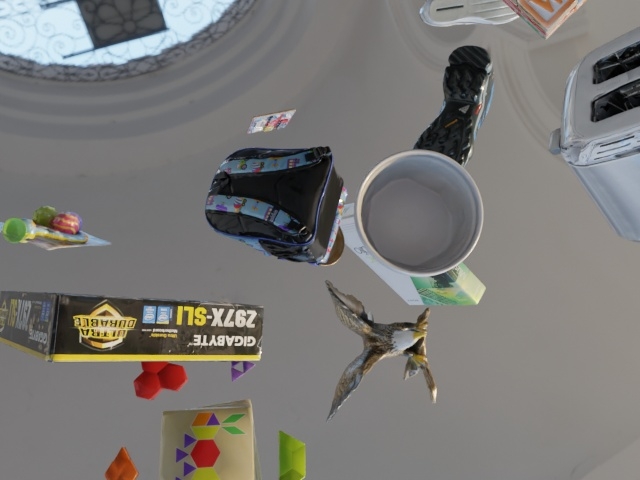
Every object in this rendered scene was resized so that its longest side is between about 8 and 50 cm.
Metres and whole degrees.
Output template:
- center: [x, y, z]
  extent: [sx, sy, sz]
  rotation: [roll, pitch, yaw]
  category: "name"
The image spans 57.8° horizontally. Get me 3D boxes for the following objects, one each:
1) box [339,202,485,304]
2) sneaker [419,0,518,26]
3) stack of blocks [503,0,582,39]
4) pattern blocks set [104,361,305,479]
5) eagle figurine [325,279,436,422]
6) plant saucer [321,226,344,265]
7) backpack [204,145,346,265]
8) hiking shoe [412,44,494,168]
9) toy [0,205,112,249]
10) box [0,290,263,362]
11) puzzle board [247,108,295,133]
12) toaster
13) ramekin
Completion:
- center: [0.187, 0.032, 1.311]
  extent: [0.232, 0.322, 0.058]
  rotation: [-11, -138, 58]
  category: "box"
- center: [0.364, -0.569, 1.400]
  extent: [0.258, 0.094, 0.091]
  rotation: [-5, -159, -8]
  category: "sneaker"
- center: [0.312, -0.353, 0.584]
  extent: [0.087, 0.297, 0.171]
  rotation: [45, -156, 4]
  category: "stack of blocks"
- center: [-0.164, 0.329, 0.853]
  extent: [0.285, 0.026, 0.324]
  rotation: [7, -114, -5]
  category: "pattern blocks set"
- center: [0.100, 0.199, 1.109]
  extent: [0.298, 0.225, 0.226]
  rotation: [2, -139, -37]
  category: "eagle figurine"
- center: [0.000, 0.000, 0.917]
  extent: [0.083, 0.083, 0.015]
  rotation: [-42, -169, -32]
  category: "plant saucer"
- center: [-0.066, -0.051, 0.817]
  extent: [0.173, 0.117, 0.158]
  rotation: [6, -111, 18]
  category: "backpack"
- center: [0.271, -0.214, 1.127]
  extent: [0.113, 0.304, 0.132]
  rotation: [27, -169, 28]
  category: "hiking shoe"
- center: [-0.495, -0.030, 1.076]
  extent: [0.137, 0.056, 0.237]
  rotation: [20, -174, 4]
  category: "toy"
- center: [-0.271, 0.113, 0.788]
  extent: [0.257, 0.079, 0.322]
  rotation: [11, 170, -38]
  category: "box"
- center: [-0.114, -0.269, 1.323]
  extent: [0.096, 0.011, 0.128]
  rotation: [-15, 178, -14]
  category: "puzzle board"
- center: [0.298, -0.092, 0.443]
  extent: [0.227, 0.146, 0.129]
  rotation: [-17, -132, 49]
  category: "toaster"
- center: [0.155, -0.039, 0.969]
  extent: [0.207, 0.109, 0.207]
  rotation: [0, -98, -2]
  category: "ramekin"
